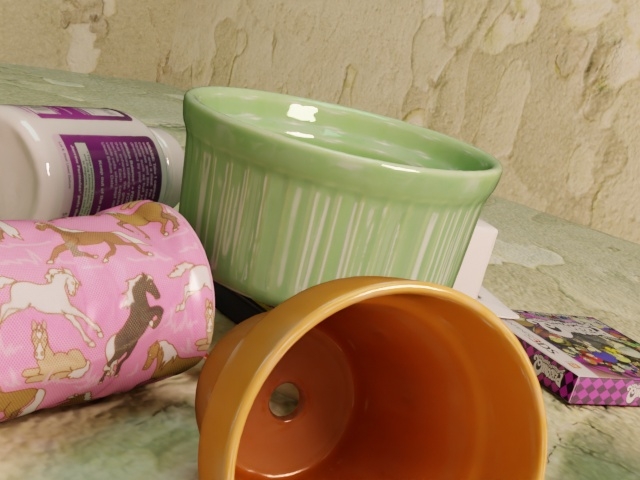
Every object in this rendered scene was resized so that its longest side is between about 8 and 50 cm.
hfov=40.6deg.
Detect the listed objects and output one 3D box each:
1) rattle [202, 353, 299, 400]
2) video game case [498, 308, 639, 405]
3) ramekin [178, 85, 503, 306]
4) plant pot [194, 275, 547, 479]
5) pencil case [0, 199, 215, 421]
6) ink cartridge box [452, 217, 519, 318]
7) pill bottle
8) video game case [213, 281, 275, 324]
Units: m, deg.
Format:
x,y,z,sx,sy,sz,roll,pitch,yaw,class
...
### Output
x,y,z,sx,sy,sz,roll,pitch,yaw,class
-0.032,0.142,0.739,0.199,0.143,0.130,1,-20,5,rattle
0.335,0.147,1.108,0.232,0.042,0.210,8,15,-29,video game case
0.007,-0.039,0.829,0.303,0.148,0.303,12,16,-4,ramekin
0.006,0.119,0.560,0.205,0.205,0.188,9,-1,-25,plant pot
-0.252,0.048,0.609,0.160,0.167,0.386,-16,-9,38,pencil case
0.082,-0.006,1.122,0.353,0.119,0.207,10,14,-19,ink cartridge box
-0.293,-0.077,1.047,0.169,0.169,0.301,21,14,21,pill bottle
-0.006,0.077,1.028,0.248,0.035,0.275,4,18,-41,video game case
